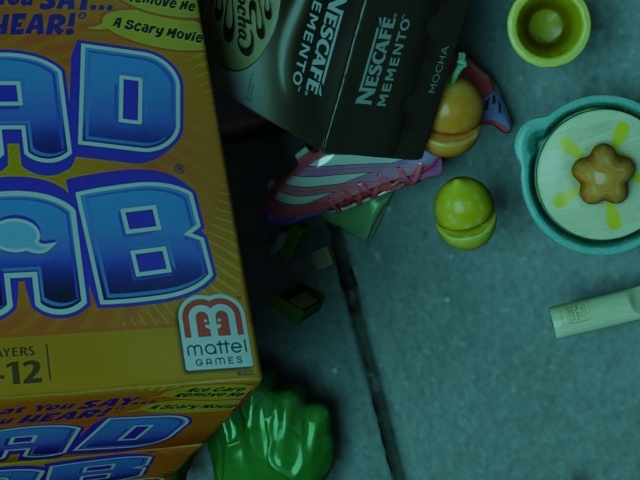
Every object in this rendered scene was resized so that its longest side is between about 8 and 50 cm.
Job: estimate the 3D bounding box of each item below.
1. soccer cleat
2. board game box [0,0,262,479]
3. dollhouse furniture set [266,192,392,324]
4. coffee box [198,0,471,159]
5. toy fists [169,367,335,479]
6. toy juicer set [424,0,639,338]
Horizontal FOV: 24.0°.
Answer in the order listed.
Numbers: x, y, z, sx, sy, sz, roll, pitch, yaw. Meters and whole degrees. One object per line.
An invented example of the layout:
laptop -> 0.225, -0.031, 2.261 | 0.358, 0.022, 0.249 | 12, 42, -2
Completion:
soccer cleat -> 0.055, -0.073, 1.371 | 0.248, 0.083, 0.095 | -35, 88, 13
board game box -> -0.292, 0.017, 1.274 | 0.356, 0.356, 0.357 | 130, 133, -60
dollhouse furniture set -> 0.000, 0.000, 1.434 | 0.076, 0.058, 0.152 | 31, 111, 16
coffee box -> -0.022, -0.200, 1.309 | 0.297, 0.118, 0.168 | 33, 113, 44
toy fists -> -0.117, 0.187, 1.504 | 0.279, 0.096, 0.142 | 6, 110, 21
toy juicer set -> 0.207, -0.033, 1.276 | 0.209, 0.089, 0.329 | -34, 93, 8
